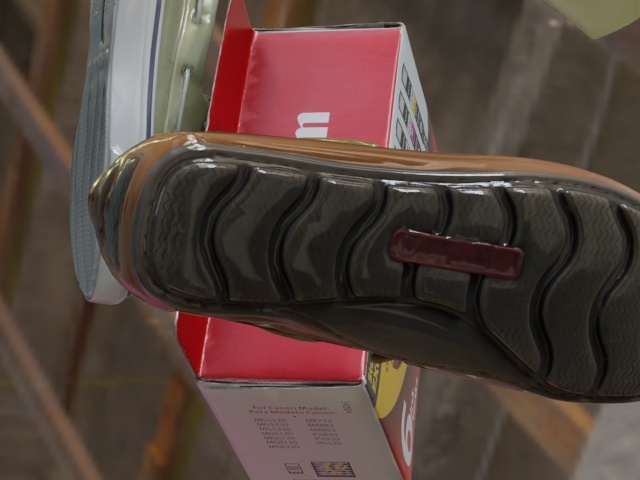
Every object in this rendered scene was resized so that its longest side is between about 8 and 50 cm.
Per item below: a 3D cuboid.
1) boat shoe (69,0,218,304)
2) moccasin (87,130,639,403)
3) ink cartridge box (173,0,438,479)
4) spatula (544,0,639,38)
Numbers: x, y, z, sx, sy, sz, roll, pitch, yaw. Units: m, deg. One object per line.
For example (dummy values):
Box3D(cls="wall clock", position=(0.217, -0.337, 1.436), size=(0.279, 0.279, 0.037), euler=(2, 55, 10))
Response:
Box3D(cls="boat shoe", position=(-0.125, -0.101, 1.407), size=(0.109, 0.094, 0.302), euler=(-172, -92, -68))
Box3D(cls="moccasin", position=(0.056, 0.015, 1.064), size=(0.147, 0.380, 0.139), euler=(-156, -109, -70))
Box3D(cls="ink cartridge box", position=(0.000, 0.000, 1.417), size=(0.272, 0.130, 0.309), euler=(68, 25, -58))
Box3D(cls="spatula", position=(0.111, -0.165, 0.743), size=(0.168, 0.242, 0.019), euler=(-17, -125, 37))
